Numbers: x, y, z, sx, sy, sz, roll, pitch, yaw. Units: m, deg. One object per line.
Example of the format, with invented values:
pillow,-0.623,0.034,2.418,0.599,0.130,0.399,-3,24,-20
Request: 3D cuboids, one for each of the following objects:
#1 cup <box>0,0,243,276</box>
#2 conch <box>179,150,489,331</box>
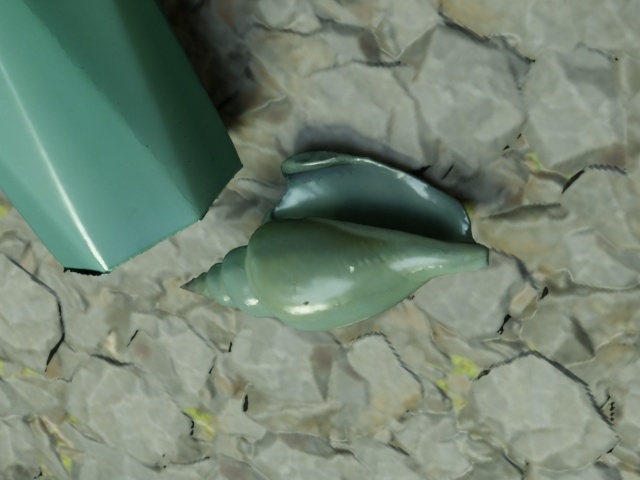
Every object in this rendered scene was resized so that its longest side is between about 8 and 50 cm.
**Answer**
cup,-0.143,-0.103,0.846,0.134,0.148,0.236,5,128,61
conch,0.003,0.004,0.896,0.180,0.088,0.065,-11,158,23
